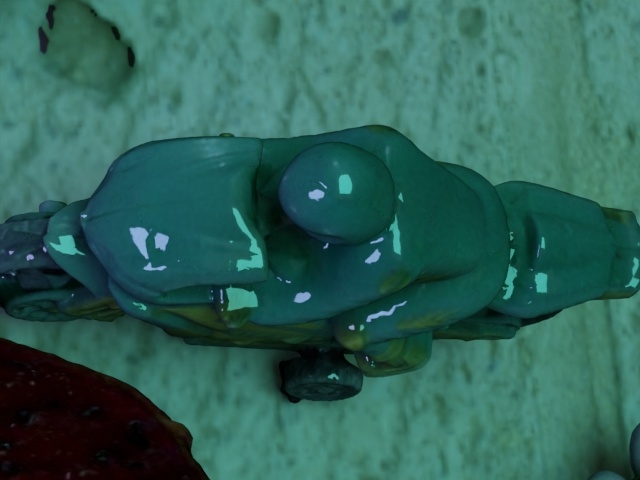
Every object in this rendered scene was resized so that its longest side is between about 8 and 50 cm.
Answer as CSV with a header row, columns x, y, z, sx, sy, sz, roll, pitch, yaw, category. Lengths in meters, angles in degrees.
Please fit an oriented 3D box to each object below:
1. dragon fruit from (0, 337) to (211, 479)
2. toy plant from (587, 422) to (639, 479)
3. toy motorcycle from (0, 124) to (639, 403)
x,y,z,sx,sy,sz,roll,pitch,yaw,category
-0.193,0.140,0.663,0.317,0.152,0.205,6,118,-11,dragon fruit
0.254,0.164,0.887,0.243,0.112,0.232,-40,103,-22,toy plant
0.002,0.000,0.750,0.296,0.198,0.109,5,72,-27,toy motorcycle
